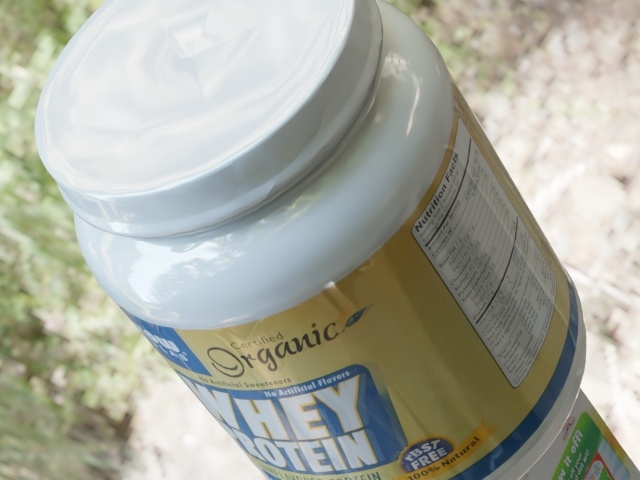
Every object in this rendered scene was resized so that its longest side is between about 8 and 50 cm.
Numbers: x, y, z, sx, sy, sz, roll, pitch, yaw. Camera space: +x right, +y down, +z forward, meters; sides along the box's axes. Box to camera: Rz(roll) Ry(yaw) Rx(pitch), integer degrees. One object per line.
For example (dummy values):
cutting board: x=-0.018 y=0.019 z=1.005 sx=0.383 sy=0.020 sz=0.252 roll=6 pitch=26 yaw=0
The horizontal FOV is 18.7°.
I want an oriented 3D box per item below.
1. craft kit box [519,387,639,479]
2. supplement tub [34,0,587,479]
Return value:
craft kit box: x=0.093 y=0.195 z=1.087 sx=0.061 sy=0.246 sz=0.250 roll=5 pitch=55 yaw=37
supplement tub: x=0.000 y=0.000 z=0.707 sx=0.144 sy=0.200 sz=0.144 roll=-19 pitch=43 yaw=19
